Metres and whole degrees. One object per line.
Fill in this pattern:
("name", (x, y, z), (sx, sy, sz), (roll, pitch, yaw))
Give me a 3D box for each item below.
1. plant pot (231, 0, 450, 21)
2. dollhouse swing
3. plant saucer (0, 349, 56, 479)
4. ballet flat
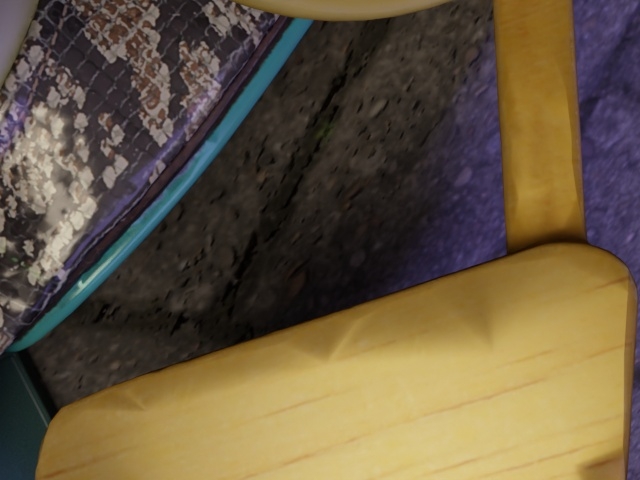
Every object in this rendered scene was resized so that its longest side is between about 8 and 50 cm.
("plant pot", (-0.027, -0.229, 0.459), (0.254, 0.239, 0.254), (-23, 135, -26))
("dollhouse swing", (0.000, 0.000, 0.689), (0.315, 0.305, 0.347), (-18, 177, 8))
("plant saucer", (-0.159, 0.124, 0.800), (0.067, 0.018, 0.192), (-33, 139, -17))
("ballet flat", (-0.185, 0.014, 0.600), (0.182, 0.164, 0.483), (31, 101, -29))
